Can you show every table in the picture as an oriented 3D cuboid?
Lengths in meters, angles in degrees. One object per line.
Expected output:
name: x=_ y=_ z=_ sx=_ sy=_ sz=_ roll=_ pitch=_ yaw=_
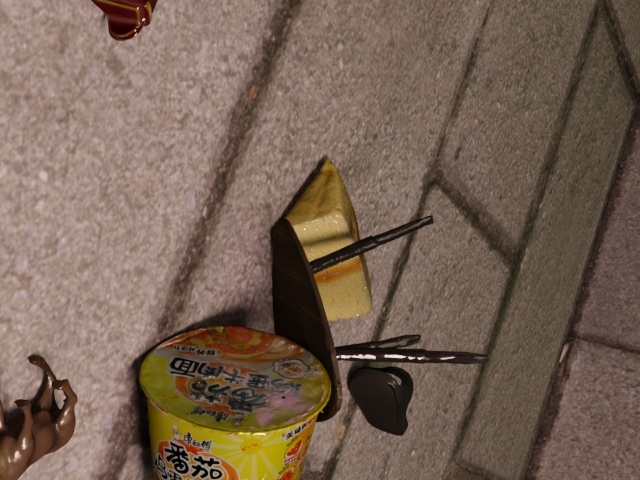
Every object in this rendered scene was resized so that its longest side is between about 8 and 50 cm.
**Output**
table: x=0.079 y=0.102 z=1.627 sx=0.249 sy=0.317 sz=0.317 roll=-9 pitch=115 yaw=-17

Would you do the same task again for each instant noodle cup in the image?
instant noodle cup: x=-0.125 y=0.270 z=1.466 sx=0.264 sy=0.264 sz=0.200 roll=-29 pitch=134 yaw=-53

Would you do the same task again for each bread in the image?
bread: x=0.000 y=0.000 z=1.784 sx=0.178 sy=0.135 sz=0.240 roll=-96 pitch=171 yaw=-47

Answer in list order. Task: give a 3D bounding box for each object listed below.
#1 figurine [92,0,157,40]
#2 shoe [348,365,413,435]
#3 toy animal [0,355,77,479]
figurine: x=-0.216 y=-0.305 z=1.246 sx=0.098 sy=0.082 sz=0.154 roll=59 pitch=49 yaw=-77
shoe: x=0.127 y=0.290 z=2.051 sx=0.093 sy=0.108 sz=0.241 roll=-62 pitch=154 yaw=-27
toy animal: x=-0.351 y=0.253 z=1.210 sx=0.214 sy=0.093 sz=0.186 roll=-33 pitch=138 yaw=-62
